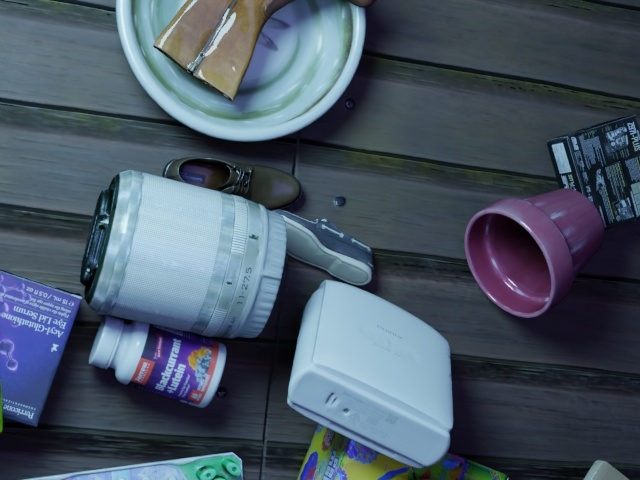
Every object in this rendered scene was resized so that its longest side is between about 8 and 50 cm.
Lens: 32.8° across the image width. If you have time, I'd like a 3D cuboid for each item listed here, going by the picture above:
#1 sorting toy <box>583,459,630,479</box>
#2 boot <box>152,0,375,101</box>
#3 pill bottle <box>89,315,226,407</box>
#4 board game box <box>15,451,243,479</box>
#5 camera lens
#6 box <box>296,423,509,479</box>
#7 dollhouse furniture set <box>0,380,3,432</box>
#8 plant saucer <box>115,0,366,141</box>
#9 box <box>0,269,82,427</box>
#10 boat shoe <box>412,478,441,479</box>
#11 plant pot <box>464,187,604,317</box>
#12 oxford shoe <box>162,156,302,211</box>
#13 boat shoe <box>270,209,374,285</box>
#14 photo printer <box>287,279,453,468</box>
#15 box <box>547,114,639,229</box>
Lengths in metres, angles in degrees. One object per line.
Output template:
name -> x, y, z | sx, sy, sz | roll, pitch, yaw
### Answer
sorting toy -> 0.499, 0.556, 1.905 | 0.255, 0.089, 0.257 | 38, 79, -12
boot -> -0.076, -0.340, 1.651 | 0.264, 0.096, 0.281 | 29, 82, -14
pill bottle -> -0.253, 0.182, 1.681 | 0.193, 0.108, 0.108 | 20, 83, -15
board game box -> -0.296, 0.550, 1.690 | 0.389, 0.050, 0.390 | -4, 90, -16
camera lens -> -0.211, 0.024, 1.640 | 0.274, 0.219, 0.220 | 13, 85, -16
box -> 0.101, 0.453, 1.744 | 0.279, 0.177, 0.290 | 24, 83, -15
dollhouse furniture set -> -0.608, 0.191, 1.479 | 0.301, 0.151, 0.198 | -9, 77, 11
plant saucer -> -0.129, -0.353, 1.736 | 0.400, 0.100, 0.401 | 1, 88, -16
box -> -0.463, 0.156, 1.620 | 0.153, 0.108, 0.207 | 19, 83, -16
boat shoe -> 0.171, 0.453, 1.645 | 0.063, 0.066, 0.184 | -6, 81, -15
plant pot -> 0.376, 0.004, 1.840 | 0.180, 0.201, 0.201 | -28, 97, -31
oxford shoe -> -0.132, -0.088, 1.732 | 0.227, 0.096, 0.083 | 4, 86, -18
boat shoe -> 0.000, 0.000, 1.793 | 0.206, 0.075, 0.065 | 30, 51, -13
photo printer -> 0.083, 0.190, 1.691 | 0.256, 0.307, 0.107 | 27, 115, -7
box -> 0.504, -0.116, 1.929 | 0.147, 0.077, 0.180 | -19, 94, -16
